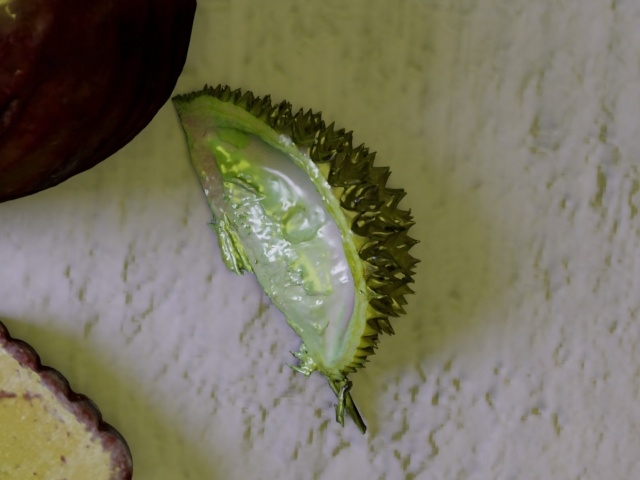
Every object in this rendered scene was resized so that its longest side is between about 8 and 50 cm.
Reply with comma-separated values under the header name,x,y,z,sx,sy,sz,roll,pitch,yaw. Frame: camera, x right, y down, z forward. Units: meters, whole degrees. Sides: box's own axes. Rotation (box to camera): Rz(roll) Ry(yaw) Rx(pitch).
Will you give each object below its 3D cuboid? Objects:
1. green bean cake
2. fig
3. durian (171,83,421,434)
name,x,y,z,sx,sy,sz,roll,pitch,yaw
green bean cake,-0.184,0.119,1.013,0.135,0.056,0.136,45,85,-4
fig,-0.219,-0.076,0.968,0.217,0.217,0.321,45,113,-7
durian,0.000,0.000,1.046,0.100,0.086,0.215,-28,92,26
